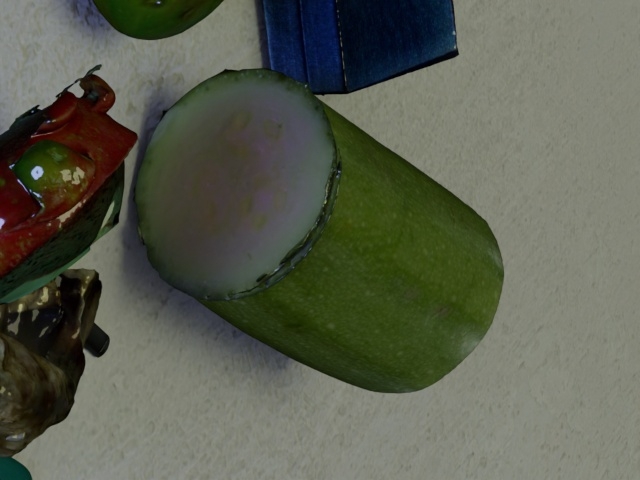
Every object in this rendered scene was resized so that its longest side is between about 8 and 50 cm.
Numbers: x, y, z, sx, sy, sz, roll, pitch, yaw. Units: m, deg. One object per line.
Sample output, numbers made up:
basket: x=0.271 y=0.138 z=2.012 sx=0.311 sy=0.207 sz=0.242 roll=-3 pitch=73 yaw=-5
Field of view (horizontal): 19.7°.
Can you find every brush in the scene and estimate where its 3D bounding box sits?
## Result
brush: x=-0.329 y=0.207 z=1.720 sx=0.193 sy=0.032 sz=0.043 roll=44 pitch=50 yaw=-59

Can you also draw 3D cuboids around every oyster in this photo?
oyster: x=-0.269 y=0.102 z=1.714 sx=0.294 sy=0.094 sz=0.166 roll=-47 pitch=136 yaw=-50

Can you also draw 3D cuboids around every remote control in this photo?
remote control: x=-0.240 y=0.086 z=1.859 sx=0.091 sy=0.016 sz=0.034 roll=49 pitch=48 yaw=-47

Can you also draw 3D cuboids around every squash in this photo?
squash: x=0.000 y=0.000 z=2.005 sx=0.384 sy=0.263 sz=0.263 roll=32 pitch=65 yaw=-53

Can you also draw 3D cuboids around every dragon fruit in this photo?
dragon fruit: x=-0.274 y=-0.030 z=1.601 sx=0.130 sy=0.268 sz=0.295 roll=60 pitch=36 yaw=-12

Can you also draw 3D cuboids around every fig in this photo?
fig: x=-0.161 y=-0.295 z=1.829 sx=0.181 sy=0.181 sz=0.191 roll=-4 pitch=119 yaw=-57

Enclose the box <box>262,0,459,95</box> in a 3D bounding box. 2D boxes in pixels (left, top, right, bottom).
box: x=0.044 y=-0.322 z=2.180 sx=0.279 sy=0.116 sz=0.261 roll=-24 pitch=110 yaw=-54
